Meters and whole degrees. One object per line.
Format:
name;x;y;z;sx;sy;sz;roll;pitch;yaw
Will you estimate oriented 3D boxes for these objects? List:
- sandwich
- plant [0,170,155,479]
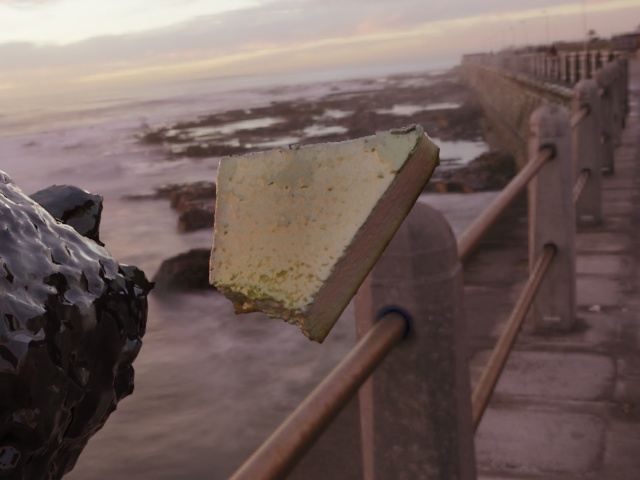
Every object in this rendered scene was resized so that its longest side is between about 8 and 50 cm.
sandwich;0.000;0.000;0.621;0.192;0.163;0.058;-7;-18;28
plant;-0.223;0.060;0.453;0.213;0.215;0.312;38;6;-9
